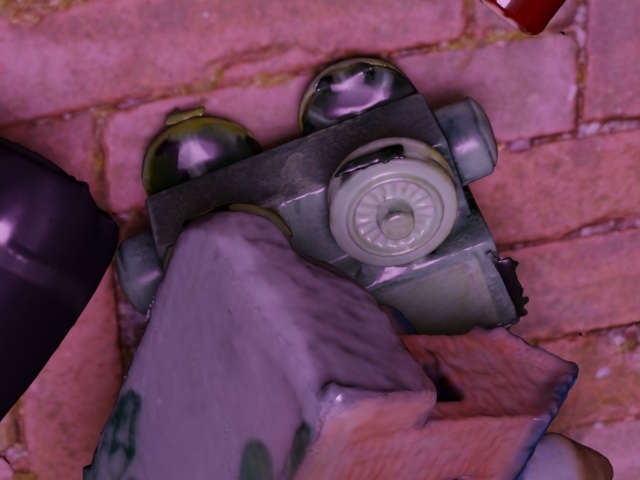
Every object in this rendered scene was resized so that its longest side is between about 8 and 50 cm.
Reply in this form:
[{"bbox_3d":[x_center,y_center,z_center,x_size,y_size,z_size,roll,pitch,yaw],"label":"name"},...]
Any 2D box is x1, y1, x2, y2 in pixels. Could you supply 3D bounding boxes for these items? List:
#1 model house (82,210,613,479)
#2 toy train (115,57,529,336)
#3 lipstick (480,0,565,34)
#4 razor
[{"bbox_3d":[0.048,0.134,1.237,0.325,0.194,0.267,1,127,-35],"label":"model house"},{"bbox_3d":[0.000,0.000,1.303,0.272,0.159,0.188,-21,125,2],"label":"toy train"},{"bbox_3d":[0.190,-0.246,1.255,0.080,0.080,0.241,34,105,-21],"label":"lipstick"},{"bbox_3d":[-0.271,0.092,1.243,0.113,0.204,0.349,37,86,12],"label":"razor"}]
